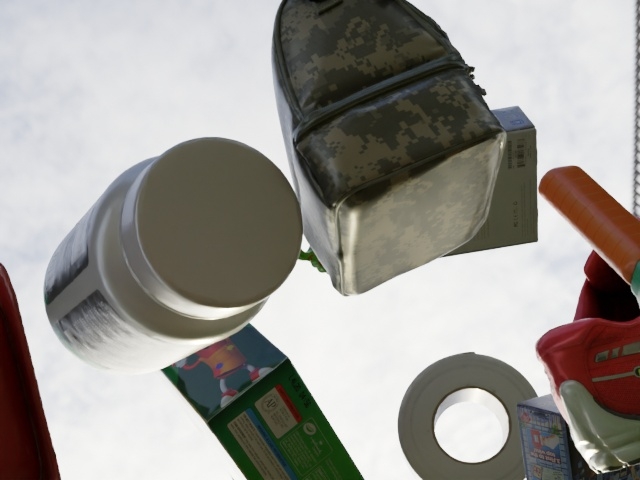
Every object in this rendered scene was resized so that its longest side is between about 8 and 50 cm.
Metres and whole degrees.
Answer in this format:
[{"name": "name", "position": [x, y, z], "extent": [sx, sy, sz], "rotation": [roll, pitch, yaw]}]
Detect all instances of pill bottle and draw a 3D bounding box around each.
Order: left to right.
[{"name": "pill bottle", "position": [-0.167, 0.025, 1.218], "extent": [0.204, 0.361, 0.204], "rotation": [7, -106, -24]}]

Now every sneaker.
[{"name": "sneaker", "position": [0.230, 0.028, 0.712], "extent": [0.279, 0.107, 0.118], "rotation": [-37, -84, -43]}]

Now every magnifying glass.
[{"name": "magnifying glass", "position": [0.173, 0.029, 0.537], "extent": [0.092, 0.231, 0.026], "rotation": [-9, -53, -18]}]

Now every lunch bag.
[{"name": "lunch bag", "position": [0.052, -0.122, 1.230], "extent": [0.213, 0.256, 0.305], "rotation": [-27, -22, -8]}]

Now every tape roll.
[{"name": "tape roll", "position": [0.255, 0.326, 1.923], "extent": [0.246, 0.246, 0.169], "rotation": [-34, -16, -4]}]

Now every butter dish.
[{"name": "butter dish", "position": [-0.250, 0.108, 0.677], "extent": [0.160, 0.159, 0.118], "rotation": [-19, -5, 39]}]

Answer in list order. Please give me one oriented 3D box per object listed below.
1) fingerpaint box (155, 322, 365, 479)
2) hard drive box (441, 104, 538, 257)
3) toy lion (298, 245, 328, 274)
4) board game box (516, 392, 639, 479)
[{"name": "fingerpaint box", "position": [-0.100, 0.306, 1.846], "extent": [0.163, 0.371, 0.444], "rotation": [-37, -57, -13]}, {"name": "hard drive box", "position": [0.178, -0.075, 1.560], "extent": [0.232, 0.089, 0.181], "rotation": [-9, -62, -4]}, {"name": "toy lion", "position": [0.000, 0.000, 1.434], "extent": [0.100, 0.034, 0.096], "rotation": [-19, -82, -39]}, {"name": "board game box", "position": [0.278, 0.247, 1.142], "extent": [0.194, 0.060, 0.194], "rotation": [-6, -81, -43]}]
